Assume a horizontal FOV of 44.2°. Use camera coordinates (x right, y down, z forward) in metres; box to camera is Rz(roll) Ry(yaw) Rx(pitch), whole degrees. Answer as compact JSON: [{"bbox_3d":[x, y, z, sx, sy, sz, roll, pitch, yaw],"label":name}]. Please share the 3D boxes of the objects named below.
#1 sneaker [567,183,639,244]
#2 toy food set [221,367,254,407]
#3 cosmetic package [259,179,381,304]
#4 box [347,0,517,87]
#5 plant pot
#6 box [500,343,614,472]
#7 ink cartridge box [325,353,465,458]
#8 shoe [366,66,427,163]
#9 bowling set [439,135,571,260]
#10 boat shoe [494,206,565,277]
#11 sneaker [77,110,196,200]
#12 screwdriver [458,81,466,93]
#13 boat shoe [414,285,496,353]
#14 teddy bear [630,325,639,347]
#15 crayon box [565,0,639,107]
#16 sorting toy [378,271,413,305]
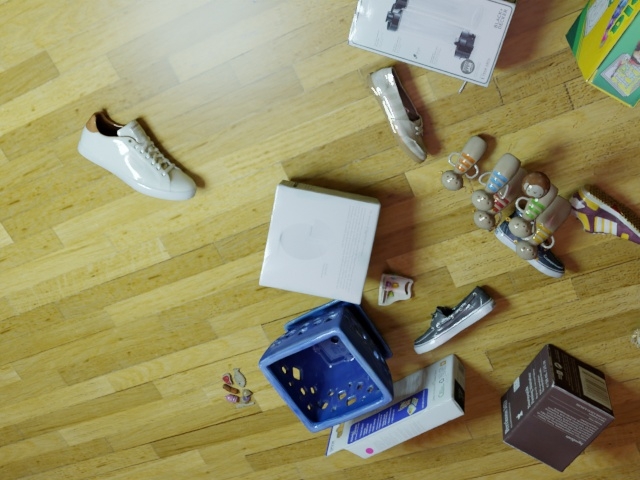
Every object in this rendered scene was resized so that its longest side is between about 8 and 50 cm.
[{"bbox_3d":[0.607,-0.040,1.675,0.185,0.069,0.084,37,126,-2],"label":"sneaker"},{"bbox_3d":[-0.226,0.398,2.092,0.078,0.019,0.122,-17,113,19],"label":"toy food set"},{"bbox_3d":[0.000,0.000,1.728,0.224,0.138,0.224,12,99,0],"label":"cosmetic package"},{"bbox_3d":[0.214,-0.424,1.521,0.290,0.087,0.169,18,120,8],"label":"box"},{"bbox_3d":[0.028,0.276,1.868,0.236,0.212,0.236,-27,109,24],"label":"plant pot"},{"bbox_3d":[0.549,0.391,1.847,0.167,0.168,0.203,28,118,-5],"label":"box"},{"bbox_3d":[0.184,0.421,1.933,0.371,0.176,0.069,-29,109,23],"label":"ink cartridge box"},{"bbox_3d":[0.172,-0.259,1.636,0.058,0.076,0.219,-24,108,27],"label":"shoe"},{"bbox_3d":[0.374,-0.083,1.589,0.287,0.200,0.154,36,96,4],"label":"bowling set"},{"bbox_3d":[0.477,0.005,1.719,0.183,0.065,0.083,34,117,-6],"label":"boat shoe"},{"bbox_3d":[-0.403,-0.192,1.770,0.290,0.106,0.123,27,122,-2],"label":"sneaker"},{"bbox_3d":[0.320,-0.365,1.583,0.025,0.024,0.170,37,124,24],"label":"screwdriver"},{"bbox_3d":[0.300,0.183,1.846,0.228,0.080,0.076,-37,88,29],"label":"boat shoe"},{"bbox_3d":[0.840,0.156,1.716,0.245,0.113,0.338,21,127,8],"label":"teddy bear"},{"bbox_3d":[0.574,-0.440,1.325,0.106,0.313,0.363,29,119,-4],"label":"crayon box"},{"bbox_3d":[0.178,0.110,1.851,0.075,0.045,0.083,7,118,0],"label":"sorting toy"}]
